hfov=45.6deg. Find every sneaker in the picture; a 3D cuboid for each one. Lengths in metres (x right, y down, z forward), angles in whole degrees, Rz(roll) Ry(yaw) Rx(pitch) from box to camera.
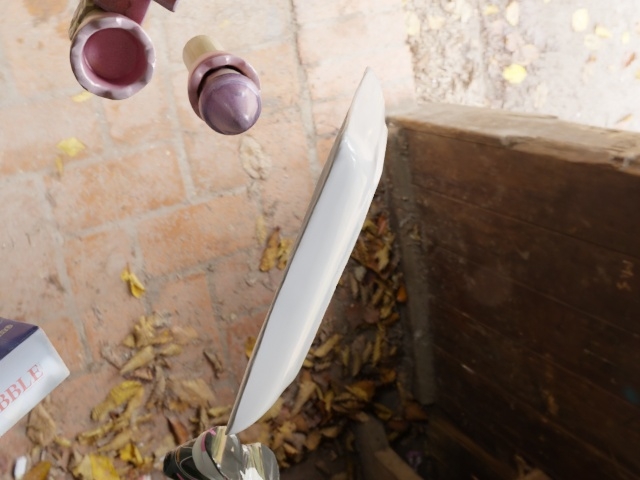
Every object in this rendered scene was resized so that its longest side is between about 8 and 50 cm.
[{"bbox_3d":[-0.102,0.247,0.807,0.077,0.072,0.178,-17,137,17],"label":"sneaker"}]

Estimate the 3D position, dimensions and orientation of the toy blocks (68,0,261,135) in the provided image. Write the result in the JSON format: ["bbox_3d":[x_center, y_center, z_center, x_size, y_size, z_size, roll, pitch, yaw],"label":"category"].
[{"bbox_3d":[-0.135,-0.242,0.568,0.309,0.260,0.289,18,112,-28],"label":"toy blocks"}]

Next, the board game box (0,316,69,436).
[{"bbox_3d":[-0.448,0.178,0.688,0.319,0.318,0.066,-47,128,-41],"label":"board game box"}]

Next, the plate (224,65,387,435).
[{"bbox_3d":[0.000,0.000,0.684,0.045,0.277,0.278,21,113,-3],"label":"plate"}]
